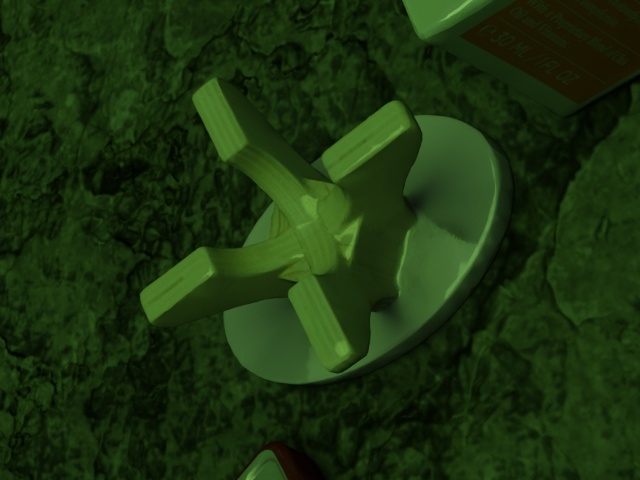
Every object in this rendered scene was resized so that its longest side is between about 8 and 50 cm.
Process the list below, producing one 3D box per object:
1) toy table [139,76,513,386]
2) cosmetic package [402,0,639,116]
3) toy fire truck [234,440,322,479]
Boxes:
[{"bbox_3d":[0.000,0.000,1.155,0.274,0.161,0.252,-48,59,15],"label":"toy table"},{"bbox_3d":[0.272,-0.277,0.988,0.453,0.230,0.161,-31,65,26],"label":"cosmetic package"},{"bbox_3d":[-0.075,0.332,1.154,0.302,0.169,0.254,-51,34,14],"label":"toy fire truck"}]
